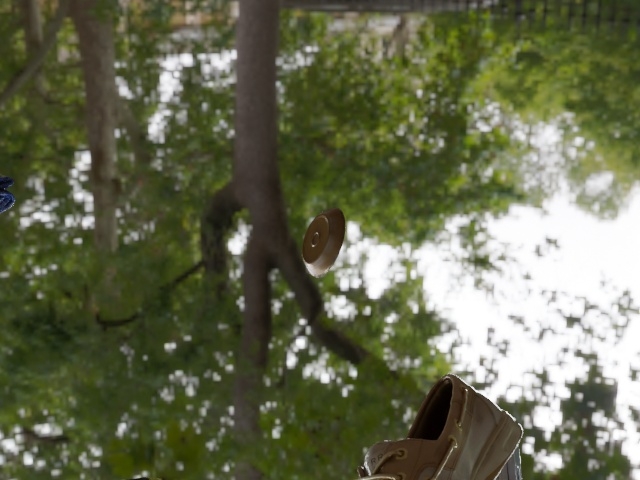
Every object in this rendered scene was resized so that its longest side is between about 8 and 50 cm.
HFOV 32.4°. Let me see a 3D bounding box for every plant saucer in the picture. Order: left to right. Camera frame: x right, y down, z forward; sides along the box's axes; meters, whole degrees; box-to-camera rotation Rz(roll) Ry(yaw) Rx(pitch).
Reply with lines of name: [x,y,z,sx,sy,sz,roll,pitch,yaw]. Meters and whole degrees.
plant saucer: [0.000,0.000,1.255,0.015,0.083,0.083,19,-171,-26]

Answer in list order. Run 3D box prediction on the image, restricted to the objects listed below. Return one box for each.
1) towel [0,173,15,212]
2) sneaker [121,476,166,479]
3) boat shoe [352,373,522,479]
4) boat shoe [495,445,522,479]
towel: [-0.447,-0.006,1.082,0.285,0.034,0.209,-24,-163,-20]
sneaker: [-0.282,0.329,0.959,0.384,0.145,0.147,-19,-135,-3]
boat shoe: [0.045,0.125,0.557,0.059,0.063,0.170,47,-144,2]
boat shoe: [0.207,0.277,1.240,0.035,0.100,0.035,-8,168,26]
